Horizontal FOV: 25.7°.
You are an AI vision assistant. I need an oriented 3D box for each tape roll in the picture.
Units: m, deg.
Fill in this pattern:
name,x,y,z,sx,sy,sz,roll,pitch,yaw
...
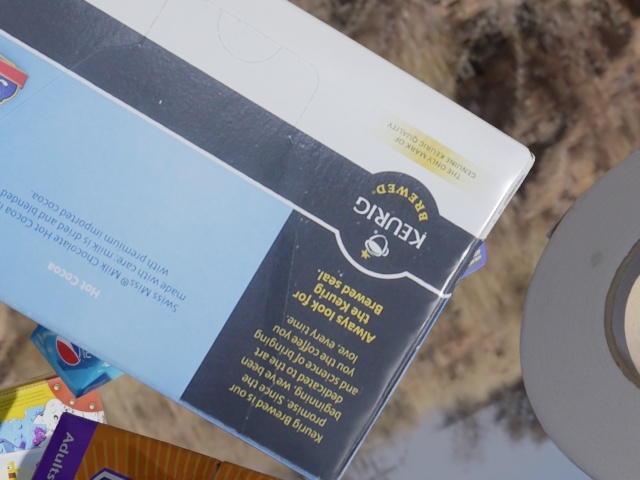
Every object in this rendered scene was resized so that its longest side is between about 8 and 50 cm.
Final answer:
name,x,y,z,sx,sy,sz,roll,pitch,yaw
tape roll,0.361,0.063,1.253,0.392,0.392,0.072,-30,135,23

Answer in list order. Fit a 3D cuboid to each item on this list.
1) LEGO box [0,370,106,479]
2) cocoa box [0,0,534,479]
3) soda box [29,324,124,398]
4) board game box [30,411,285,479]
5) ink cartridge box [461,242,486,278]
name,x,y,z,sx,sy,sz,roll,pitch,yaw
LEGO box,-0.486,0.399,1.719,0.500,0.372,0.193,-16,179,-20
cocoa box,-0.093,-0.042,0.865,0.228,0.347,0.231,-59,-174,-2
soda box,-0.152,0.059,1.251,0.210,0.071,0.067,-26,161,-51
board game box,-0.064,0.403,1.179,0.356,0.356,0.356,11,160,34
ink cartridge box,0.000,0.000,1.562,0.395,0.151,0.270,0,-163,36
